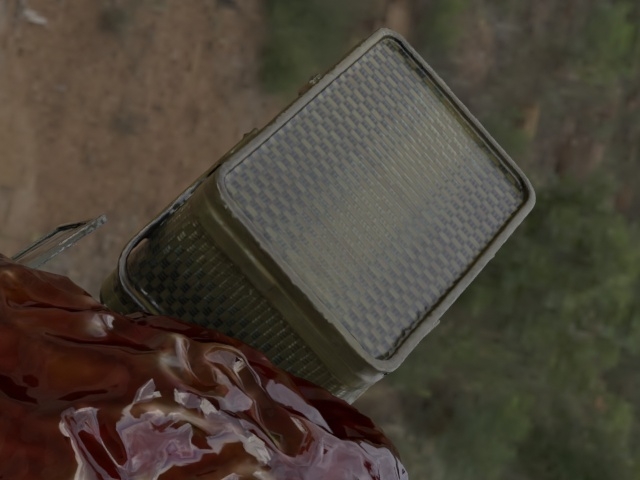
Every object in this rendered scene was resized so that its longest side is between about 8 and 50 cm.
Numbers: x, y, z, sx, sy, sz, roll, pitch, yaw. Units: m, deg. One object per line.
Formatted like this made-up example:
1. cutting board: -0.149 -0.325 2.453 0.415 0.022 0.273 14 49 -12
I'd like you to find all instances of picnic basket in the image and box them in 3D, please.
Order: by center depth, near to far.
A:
1. picnic basket: 0.000 0.000 1.108 0.139 0.165 0.266 -39 -176 42

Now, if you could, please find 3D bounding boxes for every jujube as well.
1. jujube: -0.144 0.152 0.935 0.276 0.377 0.276 -43 143 -44

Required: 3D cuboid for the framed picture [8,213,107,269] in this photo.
1. framed picture: -0.255 0.024 1.451 0.149 0.109 0.011 -36 103 -25
